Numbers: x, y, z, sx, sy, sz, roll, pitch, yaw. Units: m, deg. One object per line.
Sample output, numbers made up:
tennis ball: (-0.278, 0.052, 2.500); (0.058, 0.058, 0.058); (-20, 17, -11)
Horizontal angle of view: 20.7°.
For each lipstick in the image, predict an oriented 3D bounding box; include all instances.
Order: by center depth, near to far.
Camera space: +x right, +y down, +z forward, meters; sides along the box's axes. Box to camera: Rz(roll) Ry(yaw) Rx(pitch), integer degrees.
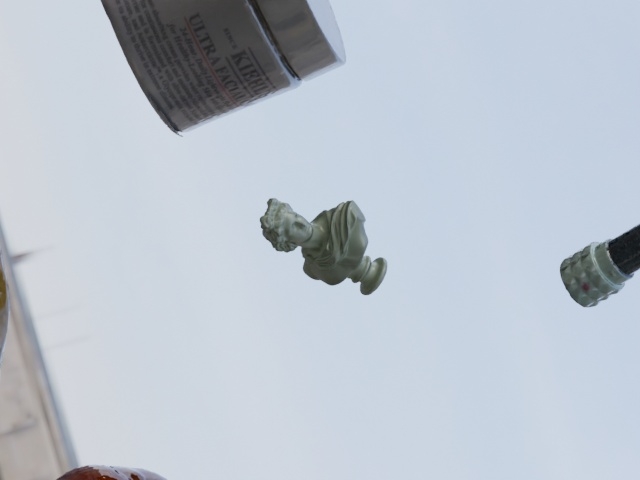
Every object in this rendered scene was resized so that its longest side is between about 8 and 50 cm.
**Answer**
lipstick: (0.204, 0.001, 1.091); (0.116, 0.037, 0.037); (-33, -111, 31)

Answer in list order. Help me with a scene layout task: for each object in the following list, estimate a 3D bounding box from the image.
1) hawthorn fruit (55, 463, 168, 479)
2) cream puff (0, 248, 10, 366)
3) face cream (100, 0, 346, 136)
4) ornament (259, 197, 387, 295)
hawthorn fruit: (-0.167, 0.254, 1.346); (0.172, 0.148, 0.148); (-49, -129, 29)
cream puff: (-0.181, 0.020, 0.567); (0.115, 0.150, 0.165); (-14, -120, 41)
face cream: (-0.081, -0.190, 1.395); (0.177, 0.152, 0.177); (-24, 90, -81)
ornament: (0.003, 0.002, 1.220); (0.041, 0.092, 0.068); (-81, 180, -50)
